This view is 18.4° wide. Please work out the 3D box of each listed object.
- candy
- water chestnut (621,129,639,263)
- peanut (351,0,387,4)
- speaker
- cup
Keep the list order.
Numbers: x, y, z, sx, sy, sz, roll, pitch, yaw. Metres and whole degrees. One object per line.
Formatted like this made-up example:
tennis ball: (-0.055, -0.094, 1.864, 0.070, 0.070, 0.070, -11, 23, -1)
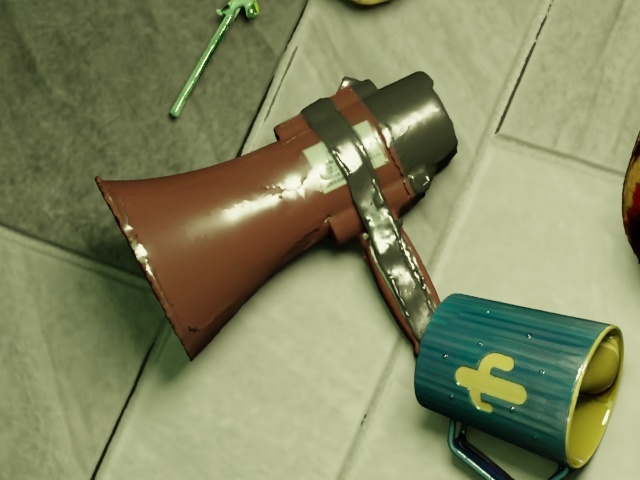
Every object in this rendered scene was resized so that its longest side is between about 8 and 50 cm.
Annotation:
candy: (-0.082, -0.238, 1.984, 0.077, 0.073, 0.262, 30, 88, 1)
water chestnut: (0.364, -0.041, 1.692, 0.223, 0.223, 0.238, 9, 41, 19)
peanut: (0.098, -0.362, 1.929, 0.159, 0.143, 0.291, 27, 86, 14)
speaker: (-0.014, -0.008, 1.821, 0.329, 0.198, 0.259, -22, 53, -1)
cup: (0.170, 0.137, 1.749, 0.155, 0.131, 0.176, 18, 103, 24)
